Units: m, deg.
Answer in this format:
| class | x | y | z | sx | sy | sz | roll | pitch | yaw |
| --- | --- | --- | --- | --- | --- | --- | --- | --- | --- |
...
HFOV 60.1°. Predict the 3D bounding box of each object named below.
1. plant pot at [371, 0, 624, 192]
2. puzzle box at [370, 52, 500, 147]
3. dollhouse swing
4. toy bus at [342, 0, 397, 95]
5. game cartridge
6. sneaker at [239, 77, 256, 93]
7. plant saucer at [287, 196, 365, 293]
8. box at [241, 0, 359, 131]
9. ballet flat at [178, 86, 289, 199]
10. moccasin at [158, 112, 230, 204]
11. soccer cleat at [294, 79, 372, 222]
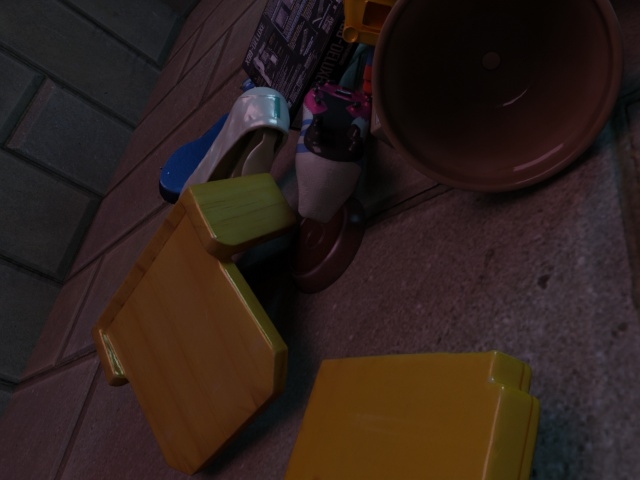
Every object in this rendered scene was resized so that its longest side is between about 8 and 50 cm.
| class | x | y | z | sx | sy | sz | roll | pitch | yaw |
| --- | --- | --- | --- | --- | --- | --- | --- | --- | --- |
| plant pot | 0.179 | -0.180 | 0.582 | 0.237 | 0.237 | 0.110 | -37 | 12 | 32 |
| puzzle box | 0.194 | -0.366 | 0.841 | 0.272 | 0.052 | 0.409 | -29 | 45 | 43 |
| dollhouse swing | -0.150 | 0.127 | 0.897 | 0.347 | 0.305 | 0.315 | -49 | -12 | 26 |
| toy bus | 0.128 | -0.277 | 0.672 | 0.149 | 0.220 | 0.212 | -78 | -4 | -65 |
| game cartridge | 0.042 | 0.240 | 0.479 | 0.323 | 0.052 | 0.285 | -25 | 42 | 62 |
| sneaker | -0.135 | -0.410 | 1.412 | 0.144 | 0.059 | 0.053 | -32 | 5 | 14 |
| plant saucer | 0.000 | 0.000 | 0.854 | 0.168 | 0.029 | 0.169 | -36 | 37 | 34 |
| box | -0.028 | -0.402 | 1.060 | 0.242 | 0.076 | 0.307 | 57 | 130 | 37 |
| ballet flat | -0.175 | -0.103 | 1.061 | 0.400 | 0.139 | 0.139 | -55 | 27 | 31 |
| moccasin | -0.246 | -0.166 | 1.265 | 0.342 | 0.137 | 0.117 | -53 | -7 | -48 |
| soccer cleat | 0.011 | -0.148 | 0.866 | 0.331 | 0.116 | 0.143 | -76 | 3 | -59 |
